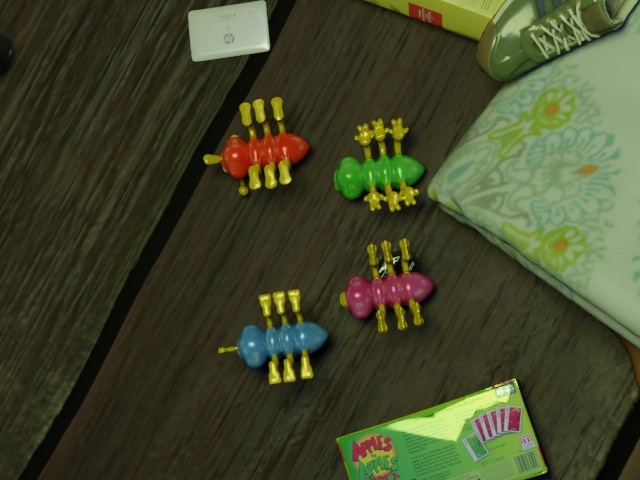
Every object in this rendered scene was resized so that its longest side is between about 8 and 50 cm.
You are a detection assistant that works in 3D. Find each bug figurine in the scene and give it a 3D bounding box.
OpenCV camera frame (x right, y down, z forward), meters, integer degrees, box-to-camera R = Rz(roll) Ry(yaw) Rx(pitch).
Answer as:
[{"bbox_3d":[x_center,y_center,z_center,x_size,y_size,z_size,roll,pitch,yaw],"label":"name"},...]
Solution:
[{"bbox_3d":[0.000,0.000,1.408,0.216,0.072,0.279,-6,78,5],"label":"bug figurine"}]

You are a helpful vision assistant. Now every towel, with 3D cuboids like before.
[{"bbox_3d":[0.312,-0.079,1.275,0.320,0.090,0.374,-49,51,-3],"label":"towel"}]

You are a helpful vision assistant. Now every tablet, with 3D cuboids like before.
[{"bbox_3d":[-0.094,-0.215,1.483,0.083,0.006,0.054,-7,83,11],"label":"tablet"}]

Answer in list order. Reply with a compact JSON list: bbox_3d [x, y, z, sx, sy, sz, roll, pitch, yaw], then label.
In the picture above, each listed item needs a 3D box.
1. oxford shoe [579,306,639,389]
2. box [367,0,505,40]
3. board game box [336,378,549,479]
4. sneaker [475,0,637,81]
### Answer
[{"bbox_3d":[0.271,0.054,1.350,0.076,0.076,0.212,-23,69,14],"label":"oxford shoe"},{"bbox_3d":[0.110,-0.261,1.410,0.232,0.058,0.087,21,71,12],"label":"box"},{"bbox_3d":[0.117,0.204,1.376,0.181,0.043,0.092,-20,80,9],"label":"board game box"},{"bbox_3d":[0.229,-0.209,1.299,0.192,0.064,0.086,-44,36,4],"label":"sneaker"}]
